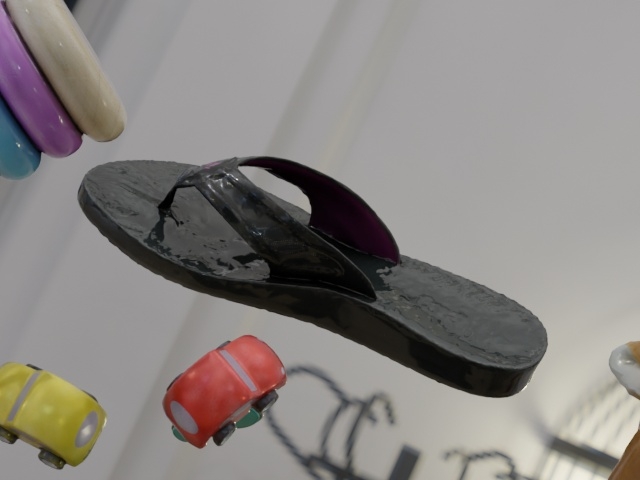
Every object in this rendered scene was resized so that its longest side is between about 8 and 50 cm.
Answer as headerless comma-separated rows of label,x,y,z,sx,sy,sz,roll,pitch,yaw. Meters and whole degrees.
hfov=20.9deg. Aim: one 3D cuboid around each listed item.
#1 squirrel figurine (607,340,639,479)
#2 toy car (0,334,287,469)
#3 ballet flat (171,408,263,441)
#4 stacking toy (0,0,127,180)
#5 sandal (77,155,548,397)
squirrel figurine,0.265,0.228,1.158,0.281,0.370,0.397,5,-47,6
toy car,-0.134,0.182,1.291,0.239,0.225,0.053,-6,-20,-5
ballet flat,-0.095,0.159,1.635,0.114,0.041,0.041,-20,-39,39
stacking toy,-0.314,-0.062,1.274,0.141,0.330,0.141,60,-1,1
sandal,0.002,-0.001,1.565,0.445,0.107,0.167,21,30,3
